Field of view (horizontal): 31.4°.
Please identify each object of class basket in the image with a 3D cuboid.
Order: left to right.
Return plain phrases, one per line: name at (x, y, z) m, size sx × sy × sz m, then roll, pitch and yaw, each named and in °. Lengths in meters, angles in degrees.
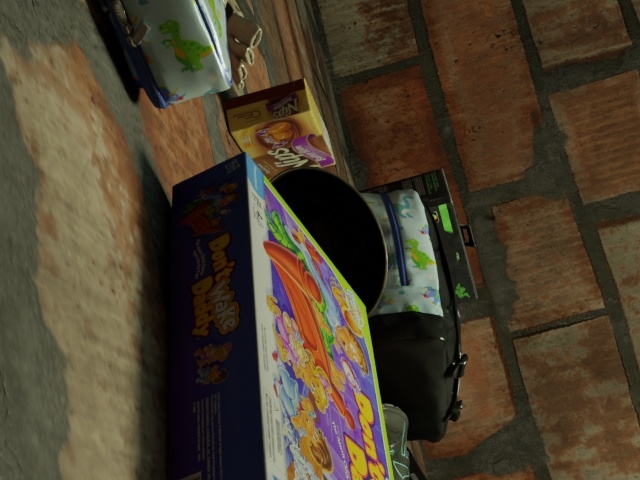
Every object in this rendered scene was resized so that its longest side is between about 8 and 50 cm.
basket at (0.000, 0.000, 1.472) m, size 0.227 × 0.154 × 0.204 m, roll -83°, pitch 150°, yaw -85°

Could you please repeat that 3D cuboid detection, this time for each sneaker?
sneaker at (0.088, 0.318, 1.617) m, size 0.267 × 0.101 × 0.106 m, roll 67°, pitch 13°, yaw -54°

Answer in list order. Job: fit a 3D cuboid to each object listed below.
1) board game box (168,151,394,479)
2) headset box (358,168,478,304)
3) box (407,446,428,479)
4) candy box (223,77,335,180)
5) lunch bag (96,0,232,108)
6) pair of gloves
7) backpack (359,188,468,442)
board game box at (-0.028, 0.126, 0.928) m, size 0.233 × 0.078 × 0.347 m, roll 52°, pitch 20°, yaw -40°
headset box at (0.157, 0.020, 2.224) m, size 0.131 × 0.283 × 0.246 m, roll -97°, pitch 171°, yaw -56°
box at (0.176, 0.516, 1.895) m, size 0.307 × 0.077 × 0.242 m, roll -131°, pitch -156°, yaw -76°
candy box at (-0.051, -0.142, 1.507) m, size 0.186 × 0.109 × 0.053 m, roll 62°, pitch 15°, yaw -69°
lunch bag at (-0.136, -0.228, 1.001) m, size 0.219 × 0.090 × 0.176 m, roll -99°, pitch 172°, yaw -52°
pair of gloves at (-0.122, -0.291, 1.181) m, size 0.204 × 0.042 × 0.240 m, roll 57°, pitch -17°, yaw 21°
backpack at (0.092, 0.081, 1.706) m, size 0.290 × 0.273 × 0.355 m, roll 83°, pitch 14°, yaw -52°
